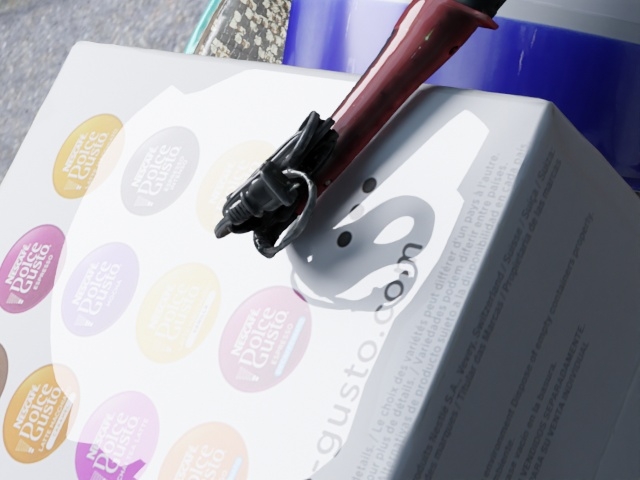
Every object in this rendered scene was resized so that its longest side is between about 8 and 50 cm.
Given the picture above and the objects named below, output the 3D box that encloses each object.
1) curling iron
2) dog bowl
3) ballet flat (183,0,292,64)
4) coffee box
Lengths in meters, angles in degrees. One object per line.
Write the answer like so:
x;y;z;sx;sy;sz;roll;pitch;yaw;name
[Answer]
0.056;-0.094;0.686;0.274;0.035;0.068;-46;7;0;curling iron
0.109;-0.096;0.945;0.265;0.265;0.104;15;96;43;dog bowl
0.034;-0.211;1.174;0.182;0.164;0.483;16;75;23;ballet flat
0.005;0.133;0.858;0.334;0.338;0.338;14;73;43;coffee box
